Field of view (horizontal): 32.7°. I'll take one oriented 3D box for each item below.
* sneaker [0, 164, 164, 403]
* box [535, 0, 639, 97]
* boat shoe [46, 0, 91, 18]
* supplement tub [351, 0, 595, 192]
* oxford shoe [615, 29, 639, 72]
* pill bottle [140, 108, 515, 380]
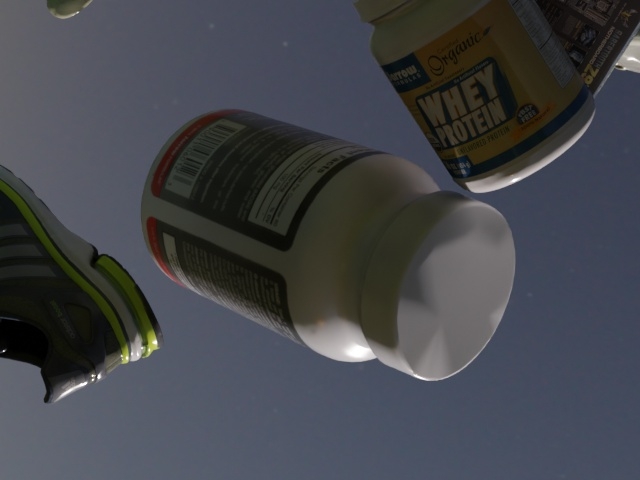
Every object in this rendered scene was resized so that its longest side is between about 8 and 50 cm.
[{"bbox_3d":[-0.281,0.028,0.965,0.300,0.121,0.111,33,-38,25],"label":"sneaker"},{"bbox_3d":[0.376,-0.321,1.671,0.059,0.183,0.233,-38,159,-56],"label":"box"},{"bbox_3d":[-0.250,-0.298,1.158,0.133,0.049,0.042,-60,-155,11],"label":"boat shoe"},{"bbox_3d":[0.132,-0.158,0.951,0.144,0.200,0.144,-34,-166,9],"label":"supplement tub"},{"bbox_3d":[0.500,-0.353,1.835,0.130,0.449,0.169,-57,-142,43],"label":"oxford shoe"},{"bbox_3d":[0.000,0.000,1.107,0.363,0.210,0.210,22,-82,42],"label":"pill bottle"}]
